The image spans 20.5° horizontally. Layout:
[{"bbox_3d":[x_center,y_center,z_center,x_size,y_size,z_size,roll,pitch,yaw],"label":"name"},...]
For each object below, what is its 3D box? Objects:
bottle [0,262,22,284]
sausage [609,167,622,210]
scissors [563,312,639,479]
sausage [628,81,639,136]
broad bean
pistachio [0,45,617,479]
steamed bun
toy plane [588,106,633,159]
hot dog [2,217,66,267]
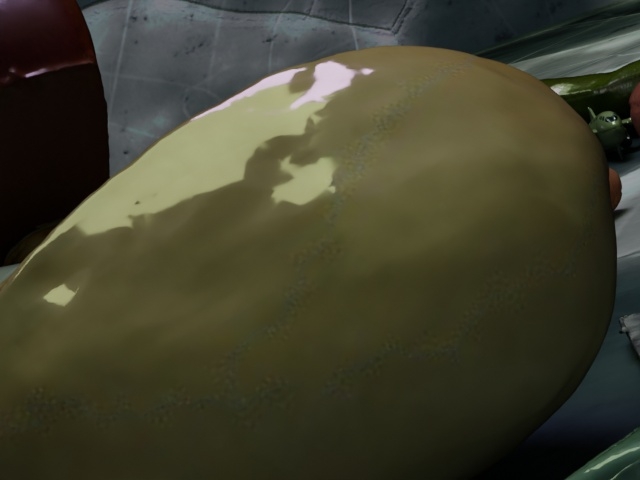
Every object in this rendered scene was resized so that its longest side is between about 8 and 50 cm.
[{"bbox_3d":[-0.212,0.068,1.227,0.104,0.104,0.245,-25,9,-35],"label":"bottle"},{"bbox_3d":[0.174,-0.024,1.172,0.034,0.034,0.083,-14,11,36],"label":"sausage"},{"bbox_3d":[0.151,0.058,0.687,0.191,0.029,0.360,-20,8,3],"label":"scissors"},{"bbox_3d":[0.290,-0.104,1.323,0.062,0.062,0.154,-23,9,-26],"label":"sausage"},{"bbox_3d":[0.265,-0.124,1.509,0.339,0.061,0.077,-12,-25,36],"label":"broad bean"},{"bbox_3d":[-0.017,0.034,0.692,0.299,0.187,0.187,-26,10,-16],"label":"pistachio"},{"bbox_3d":[-0.312,-0.070,1.426,0.235,0.379,0.248,-22,52,-26],"label":"steamed bun"},{"bbox_3d":[0.231,-0.088,1.434,0.102,0.040,0.111,-21,9,0],"label":"toy plane"},{"bbox_3d":[-0.117,0.014,1.341,0.269,0.109,0.072,-17,1,4],"label":"hot dog"}]
